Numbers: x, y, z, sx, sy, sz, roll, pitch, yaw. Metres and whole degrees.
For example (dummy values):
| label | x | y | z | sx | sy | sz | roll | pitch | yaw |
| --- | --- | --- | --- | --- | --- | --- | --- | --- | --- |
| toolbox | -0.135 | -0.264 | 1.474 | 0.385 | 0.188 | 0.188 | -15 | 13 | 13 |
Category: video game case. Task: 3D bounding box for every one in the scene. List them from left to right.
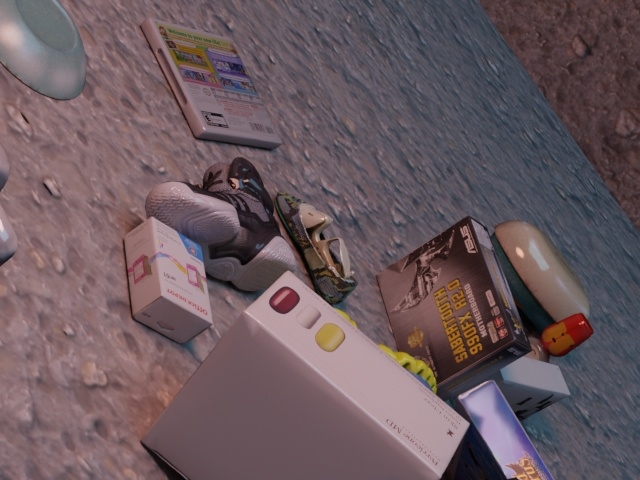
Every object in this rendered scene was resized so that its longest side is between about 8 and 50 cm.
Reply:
| label | x | y | z | sx | sy | sz | roll | pitch | yaw |
| --- | --- | --- | --- | --- | --- | --- | --- | --- | --- |
| video game case | -0.156 | -0.225 | 2.106 | 0.212 | 0.023 | 0.193 | 2 | 58 | -60 |
| video game case | 0.255 | 0.352 | 1.904 | 0.269 | 0.061 | 0.244 | 60 | -14 | 26 |

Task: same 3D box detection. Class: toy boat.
| label | x | y | z | sx | sy | sz | roll | pitch | yaw |
| --- | --- | --- | --- | --- | --- | --- | --- | --- | --- |
| toy boat | 0.380 | 0.109 | 2.570 | 0.267 | 0.148 | 0.318 | 49 | 17 | -27 |

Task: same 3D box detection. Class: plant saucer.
| label | x | y | z | sx | sy | sz | roll | pitch | yaw |
| --- | --- | --- | --- | --- | --- | --- | --- | --- | --- |
| plant saucer | -0.349 | -0.264 | 1.779 | 0.195 | 0.037 | 0.195 | 41 | 28 | -28 |

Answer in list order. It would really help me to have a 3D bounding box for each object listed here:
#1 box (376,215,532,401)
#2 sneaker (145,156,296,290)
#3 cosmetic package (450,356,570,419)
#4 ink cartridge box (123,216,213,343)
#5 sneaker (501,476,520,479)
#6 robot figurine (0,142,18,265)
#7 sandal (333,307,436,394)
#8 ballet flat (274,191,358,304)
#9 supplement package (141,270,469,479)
| label | x | y | z | sx | sy | sz | roll | pitch | yaw |
| --- | --- | --- | --- | --- | --- | --- | --- | --- | --- |
| box | 0.194 | 0.104 | 2.149 | 0.056 | 0.183 | 0.231 | 31 | 35 | -46 |
| sneaker | -0.138 | -0.042 | 1.824 | 0.268 | 0.101 | 0.153 | 34 | 31 | -51 |
| cosmetic package | 0.296 | 0.230 | 2.284 | 0.239 | 0.099 | 0.060 | 18 | 44 | -53 |
| ink cartridge box | -0.178 | 0.047 | 1.688 | 0.088 | 0.052 | 0.122 | 33 | 34 | -42 |
| sneaker | 0.204 | 0.376 | 1.780 | 0.283 | 0.107 | 0.124 | 102 | -30 | -69 |
| robot figurine | -0.410 | -0.106 | 1.266 | 0.353 | 0.200 | 0.300 | 59 | 23 | 6 |
| sandal | 0.041 | 0.193 | 1.857 | 0.317 | 0.126 | 0.138 | 30 | 58 | -46 |
| ballet flat | 0.000 | 0.000 | 2.063 | 0.070 | 0.070 | 0.188 | 1 | 58 | -61 |
| supplement package | -0.014 | 0.203 | 1.537 | 0.262 | 0.204 | 0.145 | 40 | 24 | 3 |
